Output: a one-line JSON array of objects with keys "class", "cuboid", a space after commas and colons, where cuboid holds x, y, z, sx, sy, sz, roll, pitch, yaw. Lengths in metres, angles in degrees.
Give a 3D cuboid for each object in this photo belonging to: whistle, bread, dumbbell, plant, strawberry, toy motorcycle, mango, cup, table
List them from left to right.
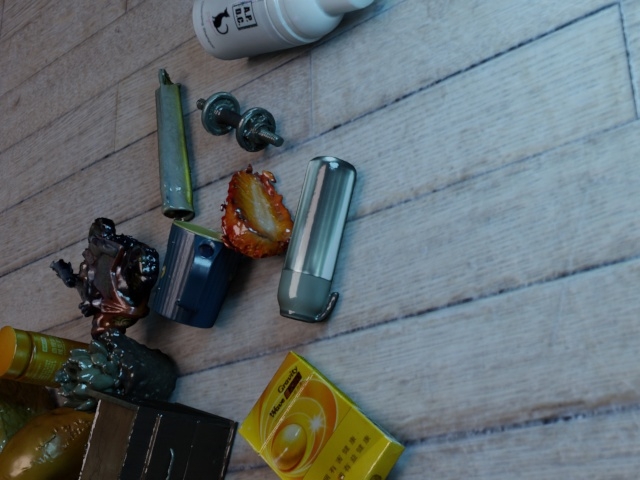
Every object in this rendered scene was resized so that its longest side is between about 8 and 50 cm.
[{"class": "bread", "cuboid": [-0.611, 0.394, 1.856, 0.176, 0.195, 0.246, -44, 49, 19]}, {"class": "mango", "cuboid": [-0.455, 0.370, 1.703, 0.248, 0.156, 0.151, -28, 88, -5]}, {"class": "toy motorcycle", "cuboid": [-0.400, 0.066, 1.789, 0.401, 0.134, 0.207, 27, 105, 53]}, {"class": "plant", "cuboid": [-0.349, 0.231, 1.656, 0.132, 0.194, 0.129, -58, 45, 14]}, {"class": "table", "cuboid": [-0.270, 0.342, 1.538, 0.172, 0.193, 0.169, 6, 79, 46]}, {"class": "whistle", "cuboid": [-0.280, -0.185, 1.837, 0.057, 0.068, 0.327, -12, 62, 4]}, {"class": "cup", "cuboid": [-0.207, 0.061, 1.616, 0.176, 0.131, 0.155, -118, 46, -82]}, {"class": "dumbbell", "cuboid": [-0.145, -0.208, 1.701, 0.254, 0.081, 0.082, 31, 97, 46]}, {"class": "strawberry", "cuboid": [-0.107, -0.038, 1.593, 0.082, 0.121, 0.188, -56, 28, 32]}]

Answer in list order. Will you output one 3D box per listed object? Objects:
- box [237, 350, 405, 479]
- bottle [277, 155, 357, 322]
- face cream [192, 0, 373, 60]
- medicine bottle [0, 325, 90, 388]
[{"class": "box", "cuboid": [-0.006, 0.284, 1.384, 0.152, 0.043, 0.269, -55, 39, 1]}, {"class": "bottle", "cuboid": [0.000, 0.000, 1.488, 0.096, 0.079, 0.254, 13, 81, 8]}, {"class": "face cream", "cuboid": [-0.048, -0.399, 1.627, 0.369, 0.145, 0.145, -2, 74, 45]}, {"class": "medicine bottle", "cuboid": [-0.512, 0.225, 1.821, 0.096, 0.192, 0.096, -19, 61, 39]}]
